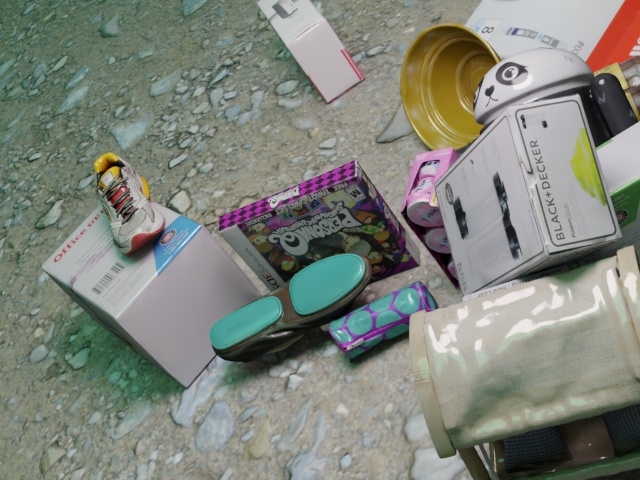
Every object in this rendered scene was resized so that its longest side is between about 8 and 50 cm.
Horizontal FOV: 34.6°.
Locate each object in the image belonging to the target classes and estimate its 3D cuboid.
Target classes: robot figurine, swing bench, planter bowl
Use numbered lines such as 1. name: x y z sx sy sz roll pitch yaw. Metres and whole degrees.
1. robot figurine: 0.308 -0.118 1.361 0.209 0.173 0.278 -20 83 9
2. swing bench: 0.263 0.170 1.117 0.253 0.254 0.165 -20 42 22
3. planter bowl: 0.237 -0.243 1.643 0.090 0.217 0.217 -19 23 -40

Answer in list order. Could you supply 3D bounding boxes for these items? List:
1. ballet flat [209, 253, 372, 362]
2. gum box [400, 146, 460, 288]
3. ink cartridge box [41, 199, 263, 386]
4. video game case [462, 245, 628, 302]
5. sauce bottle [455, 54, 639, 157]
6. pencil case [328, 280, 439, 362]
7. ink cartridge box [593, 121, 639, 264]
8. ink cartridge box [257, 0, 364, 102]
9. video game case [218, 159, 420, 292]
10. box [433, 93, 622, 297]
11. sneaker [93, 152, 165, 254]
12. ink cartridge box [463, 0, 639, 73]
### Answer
1. ballet flat: -0.034 0.105 1.536 0.280 0.096 0.095 -25 52 17
2. gum box: 0.184 -0.032 1.431 0.062 0.188 0.107 -10 46 34
3. ink cartridge box: -0.278 0.068 1.685 0.198 0.197 0.270 -49 40 -15
4. video game case: 0.294 0.106 1.188 0.193 0.212 0.023 -20 41 22
5. sauce bottle: 0.324 -0.156 1.507 0.344 0.111 0.111 -21 41 19
6. pencil case: 0.092 0.114 1.459 0.152 0.064 0.070 -27 24 14
7. ink cartridge box: 0.399 -0.022 1.232 0.160 0.219 0.092 -31 36 8
8. ink cartridge box: -0.022 -0.385 1.966 0.092 0.158 0.218 -34 38 6
9. video game case: 0.000 0.000 1.527 0.232 0.210 0.041 -21 42 20
10. box: 0.229 -0.037 1.197 0.087 0.290 0.169 -11 78 -12
11. sneaker: -0.312 -0.059 1.604 0.088 0.092 0.225 -36 39 0
12. ink cartridge box: 0.437 -0.377 1.657 0.385 0.091 0.308 14 61 46
